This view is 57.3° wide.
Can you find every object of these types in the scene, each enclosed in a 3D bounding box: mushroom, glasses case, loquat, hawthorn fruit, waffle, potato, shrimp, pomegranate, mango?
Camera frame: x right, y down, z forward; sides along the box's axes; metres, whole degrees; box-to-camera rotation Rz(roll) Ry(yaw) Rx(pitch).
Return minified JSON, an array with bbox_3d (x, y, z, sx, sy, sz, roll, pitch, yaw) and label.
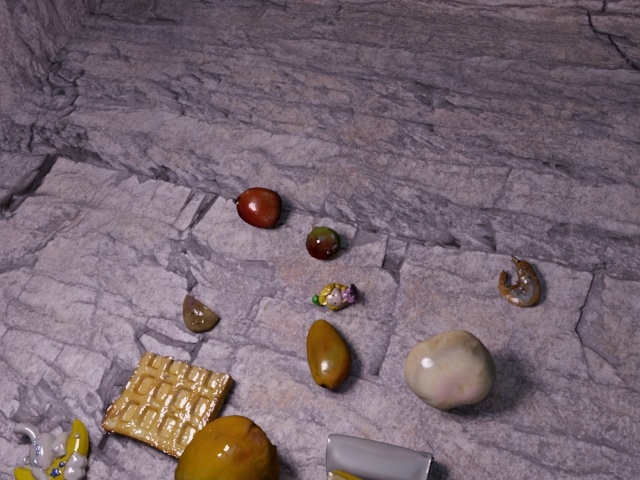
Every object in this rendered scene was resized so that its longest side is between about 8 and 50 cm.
[{"bbox_3d":[0.384,0.372,1.754,0.260,0.253,0.234,26,19,-9],"label":"mushroom"},{"bbox_3d":[0.164,0.643,1.680,0.309,0.083,0.128,8,63,16],"label":"glasses case"},{"bbox_3d":[-0.256,0.643,1.639,0.284,0.275,0.276,-35,56,-26],"label":"loquat"},{"bbox_3d":[-0.242,-0.129,2.236,0.188,0.169,0.168,21,51,-25],"label":"hawthorn fruit"},{"bbox_3d":[-0.489,0.527,1.888,0.349,0.077,0.304,14,60,19],"label":"waffle"},{"bbox_3d":[-0.452,0.253,2.064,0.172,0.089,0.100,31,68,26],"label":"potato"},{"bbox_3d":[0.661,0.135,1.961,0.133,0.051,0.187,-7,57,5],"label":"shrimp"},{"bbox_3d":[-0.005,0.002,2.137,0.159,0.129,0.129,25,63,33],"label":"pomegranate"},{"bbox_3d":[0.025,0.359,1.889,0.139,0.113,0.253,-16,47,4],"label":"mango"}]

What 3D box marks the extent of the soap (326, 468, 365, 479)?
[{"bbox_3d":[0.142,0.759,1.559,0.315,0.091,0.199,15,86,20],"label":"soap"}]

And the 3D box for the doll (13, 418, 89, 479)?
[{"bbox_3d":[-0.845,0.672,1.831,0.238,0.111,0.252,-15,63,1],"label":"doll"}]

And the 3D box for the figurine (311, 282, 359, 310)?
[{"bbox_3d":[0.054,0.191,2.029,0.156,0.115,0.094,-20,86,20],"label":"figurine"}]
